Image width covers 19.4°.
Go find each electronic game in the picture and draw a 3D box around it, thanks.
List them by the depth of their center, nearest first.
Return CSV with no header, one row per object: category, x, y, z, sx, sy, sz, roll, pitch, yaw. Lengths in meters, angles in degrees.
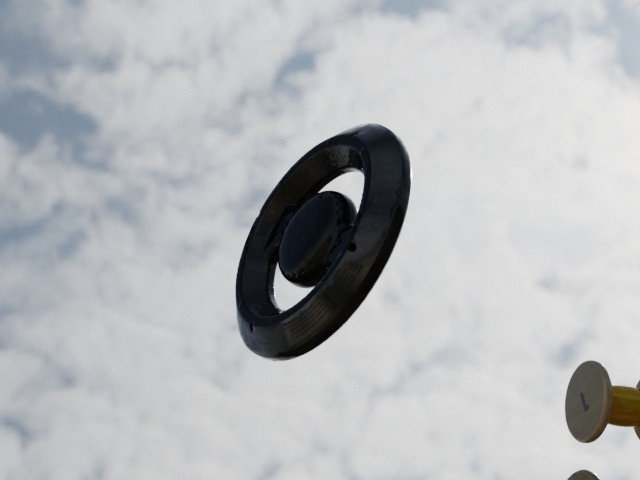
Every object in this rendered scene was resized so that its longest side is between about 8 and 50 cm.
electronic game,0.000,0.000,1.635,0.048,0.229,0.229,31,-57,-27

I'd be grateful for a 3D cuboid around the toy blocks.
toy blocks,0.230,0.144,1.191,0.148,0.123,0.054,7,-8,-21
